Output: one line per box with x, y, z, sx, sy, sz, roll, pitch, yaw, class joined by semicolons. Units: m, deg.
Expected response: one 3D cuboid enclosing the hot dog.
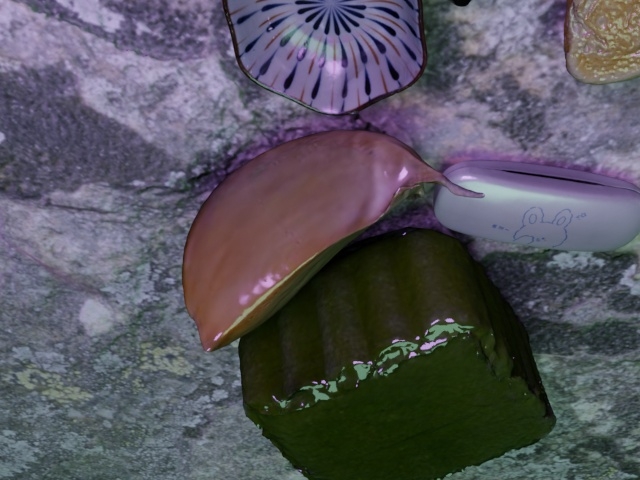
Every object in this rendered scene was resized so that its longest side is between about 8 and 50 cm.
0.244;-0.243;0.700;0.084;0.073;0.242;-5;135;12;hot dog

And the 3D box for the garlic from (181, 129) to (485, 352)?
0.008;-0.015;0.873;0.339;0.196;0.151;-30;131;19;garlic

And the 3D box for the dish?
0.009;-0.205;0.756;0.191;0.066;0.190;8;139;7;dish

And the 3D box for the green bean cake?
0.094;0.154;1.041;0.319;0.218;0.335;-22;137;15;green bean cake

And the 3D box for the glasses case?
0.241;-0.037;0.923;0.234;0.059;0.092;8;135;-6;glasses case

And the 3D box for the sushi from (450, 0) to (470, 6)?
0.074;-0.268;0.621;0.225;0.124;0.127;13;137;-45;sushi
